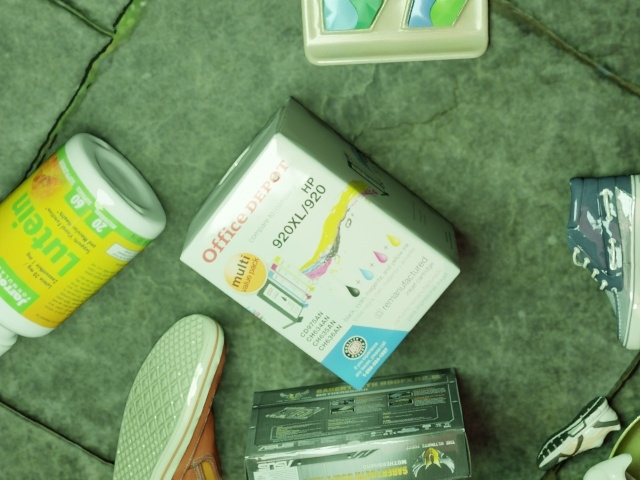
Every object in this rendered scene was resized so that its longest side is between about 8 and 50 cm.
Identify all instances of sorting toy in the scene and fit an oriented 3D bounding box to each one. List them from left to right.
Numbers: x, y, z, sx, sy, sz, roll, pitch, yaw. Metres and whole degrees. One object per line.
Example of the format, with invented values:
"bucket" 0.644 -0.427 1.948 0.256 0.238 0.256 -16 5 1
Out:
"sorting toy" 0.074 -0.285 1.690 0.193 0.038 0.208 -3 107 2

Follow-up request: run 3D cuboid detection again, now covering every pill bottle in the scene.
"pill bottle" -0.292 0.015 1.735 0.245 0.136 0.136 -41 102 12

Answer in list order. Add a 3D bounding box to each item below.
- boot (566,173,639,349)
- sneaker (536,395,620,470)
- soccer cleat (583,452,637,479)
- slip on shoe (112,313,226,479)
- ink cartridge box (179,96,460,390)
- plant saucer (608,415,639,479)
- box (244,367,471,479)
"boot" 0.305 0.022 1.772 0.086 0.069 0.190 1 99 8
"sneaker" 0.287 0.223 1.840 0.109 0.040 0.044 -42 104 12
"soccer cleat" 0.361 0.322 1.819 0.076 0.068 0.196 -35 101 8
"slip on shoe" -0.157 0.237 1.826 0.101 0.123 0.331 5 104 -34
"ink cartridge box" 0.000 0.000 1.709 0.232 0.168 0.171 37 105 -9
"plant saucer" 0.433 0.269 1.853 0.241 0.037 0.241 0 107 0
"box" 0.039 0.205 1.765 0.231 0.183 0.056 -7 106 3
